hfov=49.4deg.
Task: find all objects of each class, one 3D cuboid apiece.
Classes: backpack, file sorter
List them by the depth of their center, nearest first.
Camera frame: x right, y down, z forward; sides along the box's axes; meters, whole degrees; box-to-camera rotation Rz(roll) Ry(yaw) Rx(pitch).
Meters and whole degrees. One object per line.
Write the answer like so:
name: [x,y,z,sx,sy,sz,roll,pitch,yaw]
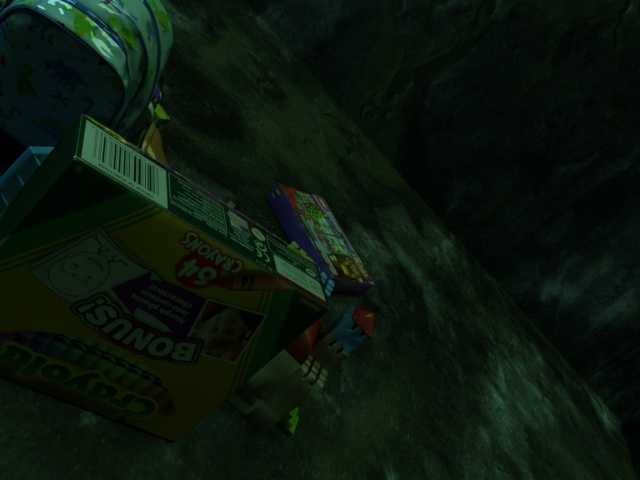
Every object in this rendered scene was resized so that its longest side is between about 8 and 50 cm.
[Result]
file sorter: [-0.378,-0.036,0.952,0.104,0.170,0.118,57,23,9]
backpack: [-0.383,-0.265,1.065,0.290,0.355,0.273,44,24,-15]

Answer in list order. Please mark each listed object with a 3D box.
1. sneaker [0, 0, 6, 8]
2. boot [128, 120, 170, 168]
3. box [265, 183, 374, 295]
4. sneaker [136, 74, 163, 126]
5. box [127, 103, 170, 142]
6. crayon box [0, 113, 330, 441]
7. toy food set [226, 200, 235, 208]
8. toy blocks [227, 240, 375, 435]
sneaker: [-0.572,-0.410,1.223,0.228,0.132,0.086,-18,73,-37]
boot: [-0.269,-0.081,1.300,0.220,0.109,0.283,32,29,-35]
box: [0.000,0.000,1.739,0.201,0.057,0.293,14,41,-56]
sneaker: [-0.430,-0.332,1.304,0.293,0.102,0.146,26,54,-12]
box: [-0.391,-0.275,1.394,0.179,0.105,0.043,53,19,10]
crayon box: [-0.227,0.074,0.857,0.363,0.313,0.106,34,23,-32]
toy food set: [-0.153,-0.002,1.500,0.192,0.038,0.132,43,15,0]
toy blocks: [-0.094,0.117,1.106,0.381,0.261,0.191,46,22,-7]
